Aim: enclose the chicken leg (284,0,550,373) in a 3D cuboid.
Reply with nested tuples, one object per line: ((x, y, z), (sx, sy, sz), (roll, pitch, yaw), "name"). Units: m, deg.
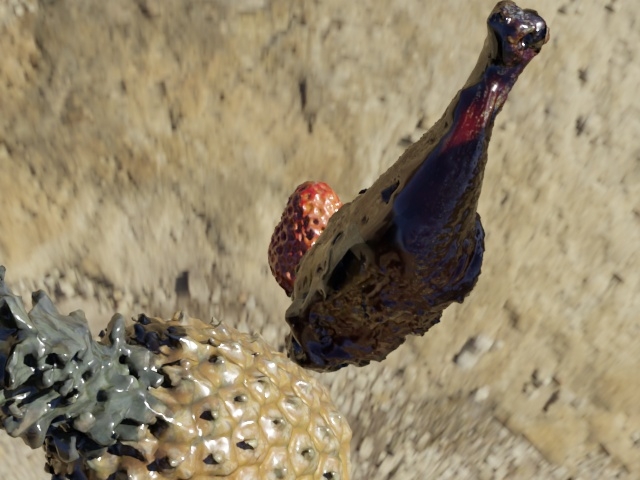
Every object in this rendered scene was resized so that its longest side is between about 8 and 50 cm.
((0.027, -0.008, 0.537), (0.037, 0.145, 0.062), (17, 52, -19), "chicken leg")

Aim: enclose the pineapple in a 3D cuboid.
((-0.128, 0.121, 1.301), (0.202, 0.362, 0.202), (-14, 58, 24), "pineapple")

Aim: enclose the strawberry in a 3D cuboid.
((0.000, 0.000, 1.205), (0.073, 0.083, 0.073), (6, 30, -3), "strawberry")
